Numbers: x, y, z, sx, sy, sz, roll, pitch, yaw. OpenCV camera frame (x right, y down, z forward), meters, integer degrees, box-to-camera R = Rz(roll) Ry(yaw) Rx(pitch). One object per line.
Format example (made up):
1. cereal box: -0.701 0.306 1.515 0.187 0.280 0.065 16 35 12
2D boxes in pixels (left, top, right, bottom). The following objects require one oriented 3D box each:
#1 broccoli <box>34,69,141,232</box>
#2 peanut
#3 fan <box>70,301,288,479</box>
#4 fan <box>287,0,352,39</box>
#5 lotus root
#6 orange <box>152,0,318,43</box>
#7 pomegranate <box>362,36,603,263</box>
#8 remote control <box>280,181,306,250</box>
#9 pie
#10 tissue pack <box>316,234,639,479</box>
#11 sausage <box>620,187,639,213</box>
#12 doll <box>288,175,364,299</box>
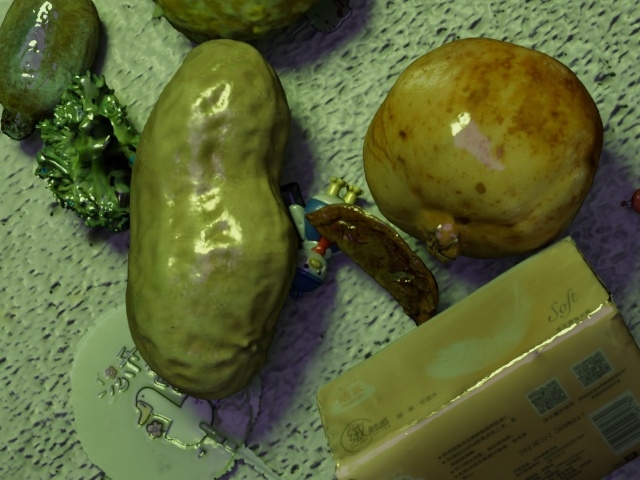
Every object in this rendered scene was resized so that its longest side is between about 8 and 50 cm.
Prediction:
1. broccoli: -0.246 -0.100 1.278 0.154 0.160 0.167 23 77 -10
2. peanut: -0.114 -0.023 1.221 0.192 0.169 0.387 0 88 49
3. fan: -0.113 0.224 1.298 0.415 0.012 0.233 35 92 14
4. fan: -0.005 -0.259 1.318 0.083 0.004 0.056 -36 80 7
5. lotus root: -0.327 -0.208 1.336 0.113 0.088 0.192 21 90 5
6. orange: -0.133 -0.395 1.242 0.271 0.210 0.368 -24 79 33
7. pomegranate: 0.161 -0.086 1.157 0.248 0.248 0.248 -1 86 11
8. remote control: -0.030 -0.018 1.300 0.039 0.014 0.096 -19 83 9
9. pie: 0.075 0.021 1.219 0.191 0.088 0.033 45 57 -14
10. tissue pack: 0.167 0.147 1.166 0.305 0.238 0.238 -33 80 8
11. sausage: 0.442 -0.068 1.202 0.253 0.034 0.034 -15 83 10
12. doll: 0.000 0.000 1.265 0.099 0.057 0.143 29 84 -19
